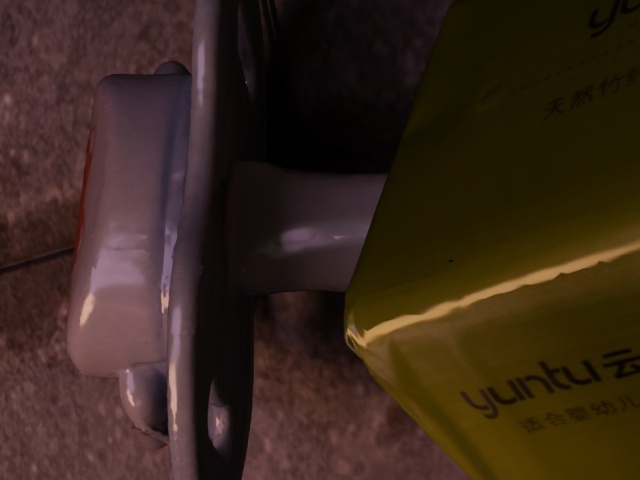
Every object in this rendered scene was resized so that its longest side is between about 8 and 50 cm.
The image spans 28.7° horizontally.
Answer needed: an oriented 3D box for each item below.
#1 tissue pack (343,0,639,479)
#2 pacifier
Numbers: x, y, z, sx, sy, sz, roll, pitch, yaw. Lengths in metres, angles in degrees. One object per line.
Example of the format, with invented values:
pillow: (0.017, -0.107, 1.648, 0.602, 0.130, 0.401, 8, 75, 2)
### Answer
tissue pack: (0.173, -0.028, 0.430, 0.274, 0.200, 0.167, -19, 125, 37)
pacifier: (0.000, 0.000, 0.625, 0.233, 0.244, 0.299, 1, 71, 8)
